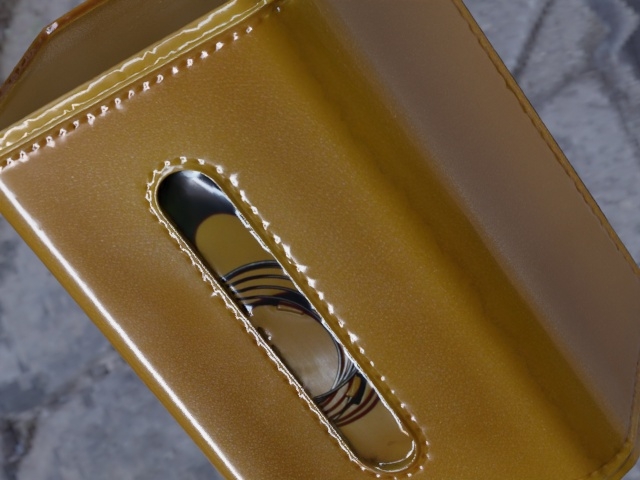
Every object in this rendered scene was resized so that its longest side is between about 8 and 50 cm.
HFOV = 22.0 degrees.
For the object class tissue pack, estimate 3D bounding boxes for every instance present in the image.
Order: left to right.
[{"bbox_3d":[0.000,0.000,0.748,0.194,0.145,0.274,-25,113,30],"label":"tissue pack"}]
